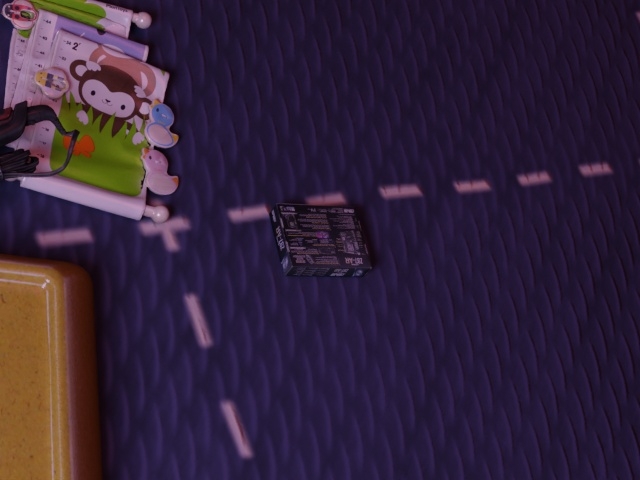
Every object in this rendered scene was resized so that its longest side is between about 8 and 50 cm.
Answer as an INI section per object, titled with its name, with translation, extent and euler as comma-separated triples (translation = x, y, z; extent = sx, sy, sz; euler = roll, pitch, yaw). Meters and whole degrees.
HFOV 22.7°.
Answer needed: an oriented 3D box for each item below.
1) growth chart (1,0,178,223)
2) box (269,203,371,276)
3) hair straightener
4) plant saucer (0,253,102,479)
[growth chart]
translation = -0.207, -0.126, 1.417
extent = 0.171, 0.021, 0.237
euler = 8, 58, -24
[box]
translation = 0.000, 0.000, 1.447
extent = 0.083, 0.018, 0.067
euler = 1, 59, -29
[hair straightener]
translation = -0.294, -0.054, 1.296
extent = 0.230, 0.047, 0.089
euler = -17, 69, -34
[plant saucer]
translation = -0.306, 0.125, 1.153
extent = 0.332, 0.081, 0.333
euler = 7, 56, -24
